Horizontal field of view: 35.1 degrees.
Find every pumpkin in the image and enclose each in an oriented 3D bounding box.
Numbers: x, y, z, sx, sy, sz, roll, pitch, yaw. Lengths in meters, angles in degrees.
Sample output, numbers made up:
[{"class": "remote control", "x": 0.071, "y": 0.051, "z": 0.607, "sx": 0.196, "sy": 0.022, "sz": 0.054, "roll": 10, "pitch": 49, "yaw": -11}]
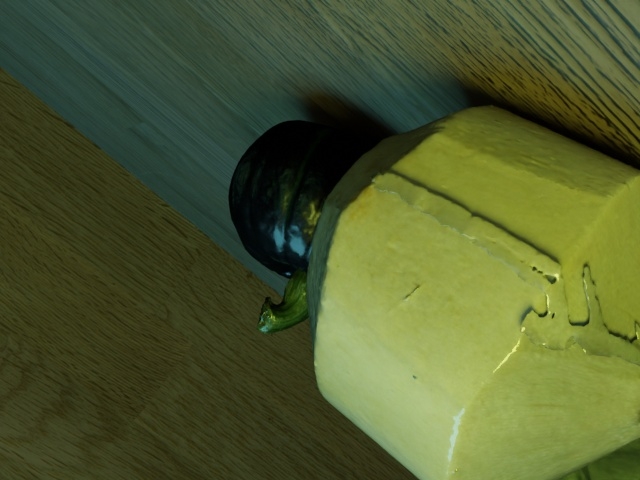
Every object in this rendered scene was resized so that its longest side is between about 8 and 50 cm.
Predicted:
[{"class": "pumpkin", "x": 0.000, "y": 0.000, "z": 1.146, "sx": 0.248, "sy": 0.248, "sz": 0.248, "roll": 36, "pitch": 169, "yaw": 8}]

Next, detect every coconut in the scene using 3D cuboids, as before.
[{"class": "coconut", "x": 0.148, "y": 0.059, "z": 0.812, "sx": 0.323, "sy": 0.323, "sz": 0.323, "roll": 36, "pitch": 169, "yaw": 8}]

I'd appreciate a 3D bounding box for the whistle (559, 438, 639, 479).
[{"class": "whistle", "x": 0.382, "y": 0.261, "z": 0.891, "sx": 0.405, "sy": 0.188, "sz": 0.168, "roll": 33, "pitch": -156, "yaw": -15}]
